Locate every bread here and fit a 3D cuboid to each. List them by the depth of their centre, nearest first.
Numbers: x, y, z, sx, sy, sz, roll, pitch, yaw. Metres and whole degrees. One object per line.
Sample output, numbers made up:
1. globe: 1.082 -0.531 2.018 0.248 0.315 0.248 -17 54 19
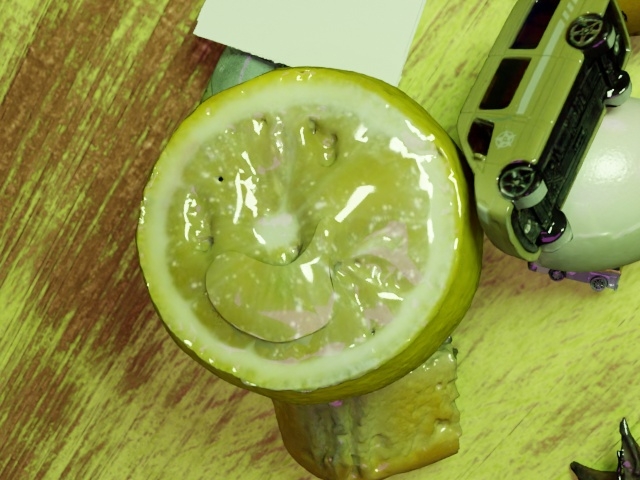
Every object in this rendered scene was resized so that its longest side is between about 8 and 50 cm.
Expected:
1. bread: 0.039 0.206 1.144 0.262 0.162 0.204 8 124 25

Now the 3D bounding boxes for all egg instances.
1. egg: 0.298 -0.065 0.972 0.217 0.183 0.183 -24 104 2

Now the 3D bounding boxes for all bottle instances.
1. bottle: -0.120 -0.109 1.099 0.083 0.083 0.270 29 115 1

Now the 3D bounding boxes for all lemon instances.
1. lemon: 0.000 0.000 0.985 0.364 0.364 0.364 4 111 11

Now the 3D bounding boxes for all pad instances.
1. pad: -0.007 -0.256 1.013 0.232 0.004 0.156 18 77 6

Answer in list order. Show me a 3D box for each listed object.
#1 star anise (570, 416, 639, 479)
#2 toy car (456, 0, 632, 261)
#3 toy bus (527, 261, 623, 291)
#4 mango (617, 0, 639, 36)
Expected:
1. star anise: 0.404 0.341 1.097 0.272 0.102 0.272 26 134 30
2. toy car: 0.196 -0.110 0.870 0.124 0.257 0.101 16 161 38
3. toy bus: 0.294 0.017 1.071 0.102 0.052 0.058 14 113 7
4. mango: 0.339 -0.283 0.891 0.236 0.166 0.136 -38 70 32
